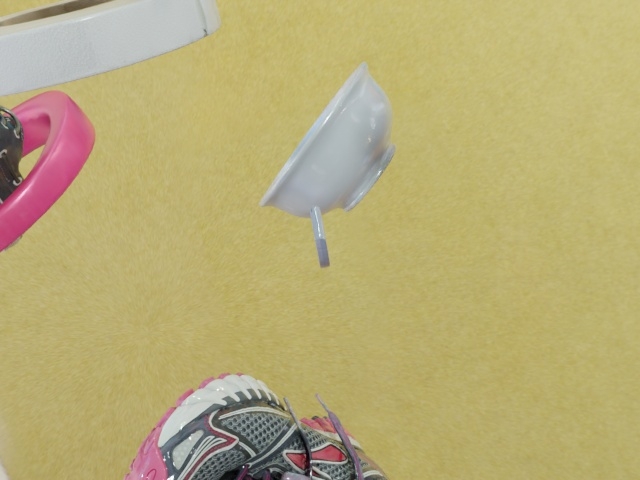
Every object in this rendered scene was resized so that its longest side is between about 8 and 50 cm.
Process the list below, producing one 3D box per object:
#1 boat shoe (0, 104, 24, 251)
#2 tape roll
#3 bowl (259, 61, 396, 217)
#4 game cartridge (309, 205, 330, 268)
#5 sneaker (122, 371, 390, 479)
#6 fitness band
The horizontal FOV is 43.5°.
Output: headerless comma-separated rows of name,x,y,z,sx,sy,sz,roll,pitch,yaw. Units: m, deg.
boat shoe,-0.280,-0.075,0.668,0.080,0.228,0.076,33,63,20
tape roll,-0.327,-0.280,1.080,0.392,0.392,0.072,-19,113,-14
bowl,0.034,-0.143,1.353,0.134,0.298,0.298,36,78,-7
game cartridge,0.000,0.000,1.019,0.017,0.083,0.056,-7,63,2
sneaker,-0.024,0.182,0.595,0.112,0.299,0.121,35,95,37
fitness band,-0.328,-0.031,0.723,0.291,0.209,0.054,-27,121,16
